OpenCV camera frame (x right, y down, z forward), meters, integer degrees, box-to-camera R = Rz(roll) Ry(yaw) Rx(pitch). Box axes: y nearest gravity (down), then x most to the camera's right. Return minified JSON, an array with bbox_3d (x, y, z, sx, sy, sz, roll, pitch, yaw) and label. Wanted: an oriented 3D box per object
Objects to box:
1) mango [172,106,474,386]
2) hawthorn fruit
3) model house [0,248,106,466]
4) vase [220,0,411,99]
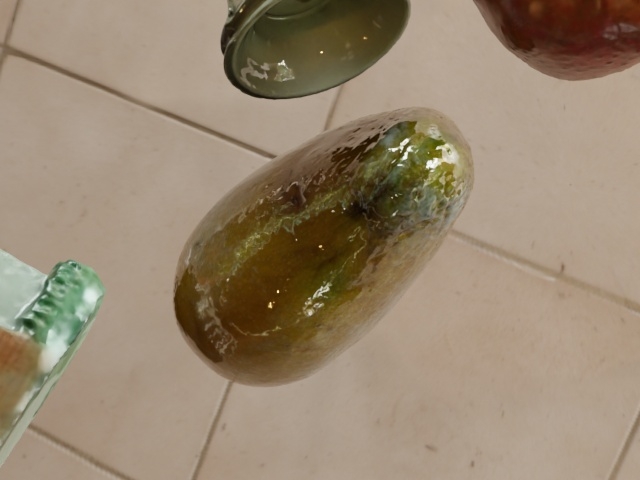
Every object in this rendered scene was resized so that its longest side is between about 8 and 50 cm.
[{"bbox_3d":[0.000,0.000,0.630,0.146,0.193,0.316,45,143,-1],"label":"mango"},{"bbox_3d":[0.132,-0.140,0.460,0.128,0.128,0.128,1,94,15],"label":"hawthorn fruit"},{"bbox_3d":[-0.427,0.086,0.914,0.325,0.194,0.267,33,58,-8],"label":"model house"},{"bbox_3d":[-0.057,-0.256,0.596,0.173,0.173,0.321,-31,70,15],"label":"vase"}]
